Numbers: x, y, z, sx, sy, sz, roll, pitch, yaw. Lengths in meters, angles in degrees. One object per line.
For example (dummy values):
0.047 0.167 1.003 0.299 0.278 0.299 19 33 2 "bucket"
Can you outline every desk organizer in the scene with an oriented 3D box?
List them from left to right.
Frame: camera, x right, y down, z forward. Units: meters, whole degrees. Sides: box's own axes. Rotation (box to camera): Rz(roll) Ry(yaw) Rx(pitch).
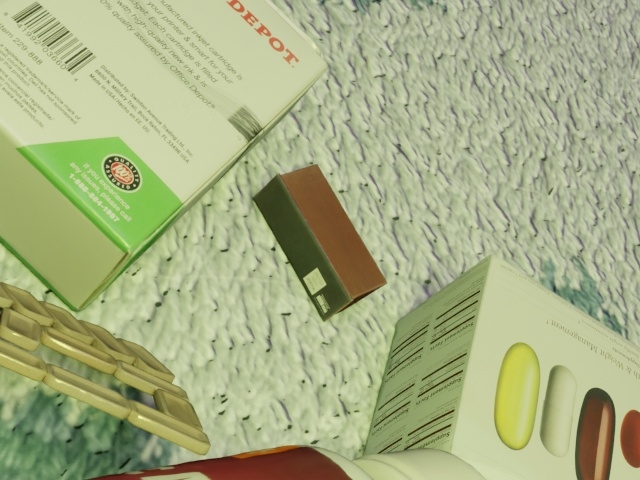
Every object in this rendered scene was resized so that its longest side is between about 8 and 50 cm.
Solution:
0.000 0.000 1.043 0.050 0.047 0.130 -21 76 -42 "desk organizer"

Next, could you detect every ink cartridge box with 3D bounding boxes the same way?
-0.161 -0.117 0.955 0.211 0.121 0.289 45 49 -2 "ink cartridge box"

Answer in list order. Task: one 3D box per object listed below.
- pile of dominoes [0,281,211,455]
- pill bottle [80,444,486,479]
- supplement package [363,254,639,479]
-0.207 0.075 0.807 0.251 0.196 0.040 28 93 -17 "pile of dominoes"
-0.070 0.249 0.730 0.392 0.224 0.224 -3 65 -35 "pill bottle"
0.160 0.163 0.982 0.194 0.149 0.203 30 50 -15 "supplement package"
